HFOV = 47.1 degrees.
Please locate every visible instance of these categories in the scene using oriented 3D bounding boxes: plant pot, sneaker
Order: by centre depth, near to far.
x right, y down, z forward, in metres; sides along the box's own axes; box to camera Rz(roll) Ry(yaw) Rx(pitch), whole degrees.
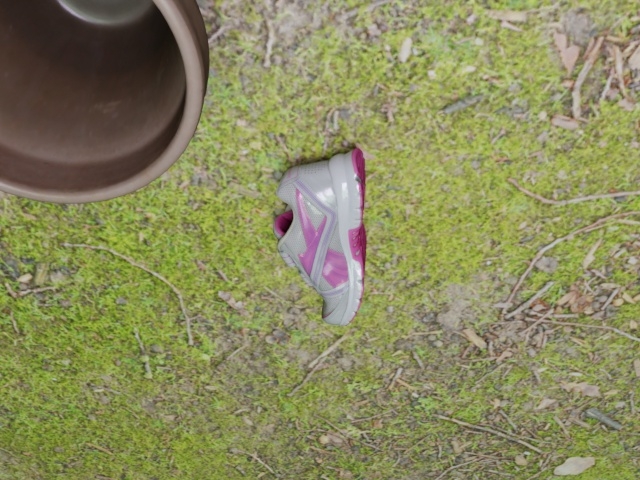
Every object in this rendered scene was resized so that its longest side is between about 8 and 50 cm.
[{"bbox_3d":[-0.221,-0.200,0.645,0.263,0.229,0.263,0,131,0],"label":"plant pot"},{"bbox_3d":[0.000,0.000,0.909,0.111,0.103,0.252,1,125,6],"label":"sneaker"}]
